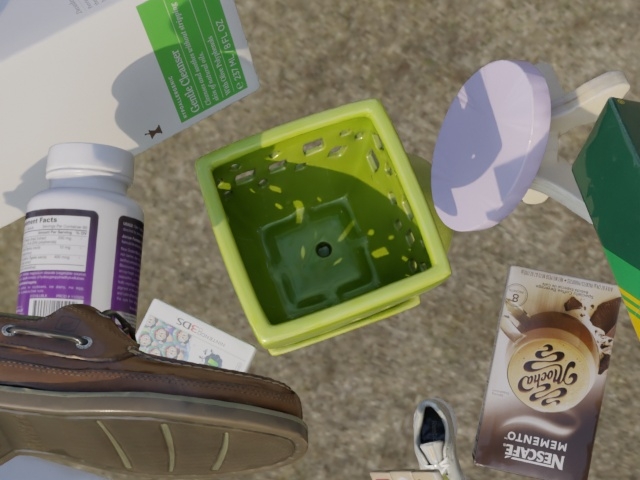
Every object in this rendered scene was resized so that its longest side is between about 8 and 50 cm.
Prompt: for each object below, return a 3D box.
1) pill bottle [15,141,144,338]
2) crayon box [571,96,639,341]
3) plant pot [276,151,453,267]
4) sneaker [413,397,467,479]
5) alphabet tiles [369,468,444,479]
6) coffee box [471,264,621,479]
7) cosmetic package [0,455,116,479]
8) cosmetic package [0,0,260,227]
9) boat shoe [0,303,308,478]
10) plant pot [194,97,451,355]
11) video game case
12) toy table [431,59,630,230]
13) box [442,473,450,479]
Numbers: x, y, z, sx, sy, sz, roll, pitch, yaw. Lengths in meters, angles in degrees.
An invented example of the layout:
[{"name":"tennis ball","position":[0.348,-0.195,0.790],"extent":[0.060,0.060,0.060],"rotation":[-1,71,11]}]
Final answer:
[{"name":"pill bottle","position":[-0.217,0.014,1.011],"extent":[0.108,0.108,0.194],"rotation":[-8,75,46]},{"name":"crayon box","position":[0.453,0.023,1.039],"extent":[0.313,0.362,0.106],"rotation":[-99,22,-47]},{"name":"plant pot","position":[0.040,-0.044,1.944],"extent":[0.274,0.293,0.275],"rotation":[-7,79,40]},{"name":"sneaker","position":[0.210,0.408,1.992],"extent":[0.099,0.121,0.263],"rotation":[-16,71,11]},{"name":"alphabet tiles","position":[0.121,0.307,0.965],"extent":[0.237,0.009,0.198],"rotation":[64,153,0]},{"name":"coffee box","position":[0.334,0.200,1.646],"extent":[0.168,0.119,0.297],"rotation":[11,86,7]},{"name":"cosmetic package","position":[-0.319,0.439,1.493],"extent":[0.384,0.156,0.217],"rotation":[15,124,16]},{"name":"cosmetic package","position":[-0.271,-0.180,1.164],"extent":[0.365,0.197,0.155],"rotation":[-32,51,-11]},{"name":"boat shoe","position":[-0.159,0.091,0.747],"extent":[0.111,0.307,0.104],"rotation":[101,173,-54]},{"name":"plant pot","position":[0.000,0.000,1.283],"extent":[0.228,0.207,0.227],"rotation":[-20,75,-6]},{"name":"video game case","position":[-0.170,0.167,1.311],"extent":[0.143,0.019,0.157],"rotation":[24,85,15]},{"name":"toy table","position":[0.270,-0.124,1.439],"extent":[0.274,0.160,0.252],"rotation":[133,128,-60]},{"name":"box","position":[0.124,0.423,1.676],"extent":[0.058,0.087,0.232],"rotation":[50,146,4]}]
